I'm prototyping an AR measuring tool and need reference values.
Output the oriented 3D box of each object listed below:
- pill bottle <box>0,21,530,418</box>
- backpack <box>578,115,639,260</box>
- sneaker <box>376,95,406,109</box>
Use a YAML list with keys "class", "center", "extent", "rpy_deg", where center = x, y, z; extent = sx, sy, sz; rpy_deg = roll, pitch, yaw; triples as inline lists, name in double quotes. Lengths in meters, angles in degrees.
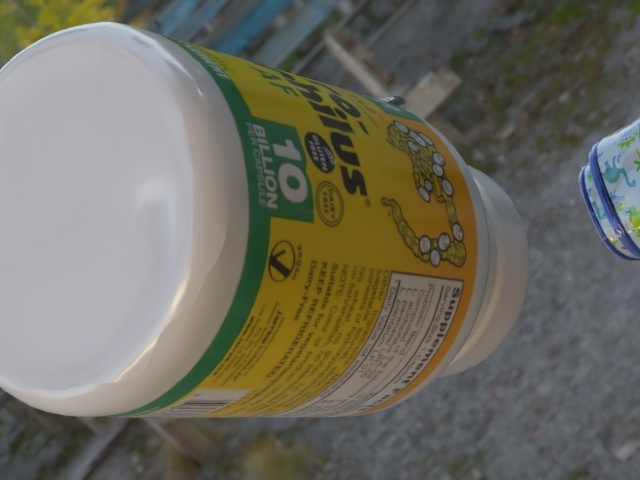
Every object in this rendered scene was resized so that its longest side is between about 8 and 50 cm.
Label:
- class: "pill bottle"
  center: [-0.015, 0.002, 0.523]
  extent: [0.117, 0.117, 0.208]
  rpy_deg: [-42, -28, 25]
- class: "backpack"
  center: [0.233, -0.034, 1.071]
  extent: [0.084, 0.105, 0.114]
  rpy_deg: [-29, -14, 34]
- class: "sneaker"
  center: [0.001, 0.000, 0.984]
  extent: [0.086, 0.163, 0.226]
  rpy_deg: [-11, -4, -28]
